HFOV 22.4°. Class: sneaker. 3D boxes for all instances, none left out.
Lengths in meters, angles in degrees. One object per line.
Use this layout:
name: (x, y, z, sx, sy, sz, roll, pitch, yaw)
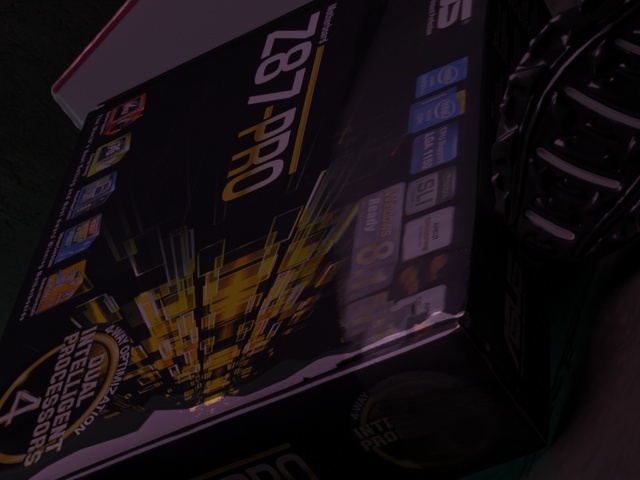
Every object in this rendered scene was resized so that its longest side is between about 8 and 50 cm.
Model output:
sneaker: (0.171, -0.108, 0.767, 0.271, 0.100, 0.108, -63, -17, -1)

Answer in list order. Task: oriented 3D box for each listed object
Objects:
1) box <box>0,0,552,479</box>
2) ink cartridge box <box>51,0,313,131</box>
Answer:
box: (-0.026, 0.003, 0.917, 0.318, 0.097, 0.395, -21, 32, 23)
ink cartridge box: (-0.022, -0.193, 1.466, 0.279, 0.160, 0.385, -45, -7, 25)
